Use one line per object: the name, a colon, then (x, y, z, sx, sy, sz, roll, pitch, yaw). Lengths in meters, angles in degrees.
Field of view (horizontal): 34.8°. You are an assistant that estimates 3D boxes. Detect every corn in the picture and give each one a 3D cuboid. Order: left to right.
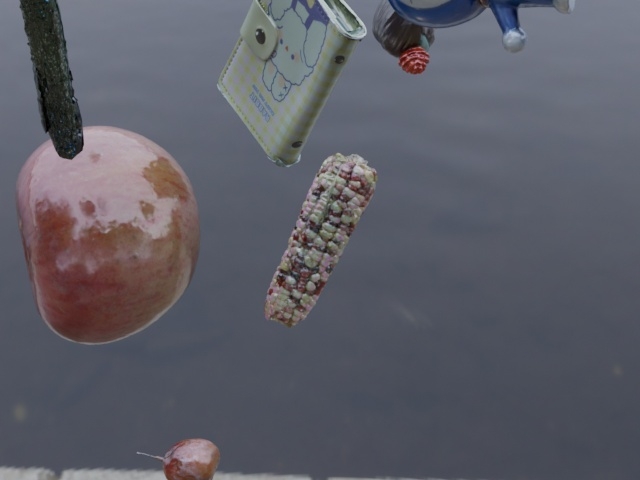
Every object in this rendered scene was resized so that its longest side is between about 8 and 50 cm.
corn: (0.000, 0.000, 1.539, 0.092, 0.280, 0.092, 24, 5, -2)

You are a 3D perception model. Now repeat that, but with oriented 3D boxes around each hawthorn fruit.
hawthorn fruit: (-0.179, 0.277, 1.285, 0.103, 0.066, 0.066, 16, 35, -20)

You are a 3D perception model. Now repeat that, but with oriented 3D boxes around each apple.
apple: (-0.327, -0.012, 1.596, 0.270, 0.344, 0.344, -11, 40, -19)

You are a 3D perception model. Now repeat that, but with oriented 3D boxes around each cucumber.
cucumber: (-0.286, -0.198, 1.075, 0.044, 0.256, 0.043, 0, 40, 0)

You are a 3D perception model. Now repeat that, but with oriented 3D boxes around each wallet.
wallet: (-0.051, -0.293, 1.649, 0.077, 0.309, 0.223, -16, 62, -34)

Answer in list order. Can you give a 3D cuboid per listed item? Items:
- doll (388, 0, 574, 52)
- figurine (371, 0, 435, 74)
doll: (0.198, -0.345, 1.292, 0.257, 0.215, 0.161, 3, 3, 29)
figurine: (0.167, -0.412, 1.712, 0.110, 0.245, 0.138, 8, 36, -18)
